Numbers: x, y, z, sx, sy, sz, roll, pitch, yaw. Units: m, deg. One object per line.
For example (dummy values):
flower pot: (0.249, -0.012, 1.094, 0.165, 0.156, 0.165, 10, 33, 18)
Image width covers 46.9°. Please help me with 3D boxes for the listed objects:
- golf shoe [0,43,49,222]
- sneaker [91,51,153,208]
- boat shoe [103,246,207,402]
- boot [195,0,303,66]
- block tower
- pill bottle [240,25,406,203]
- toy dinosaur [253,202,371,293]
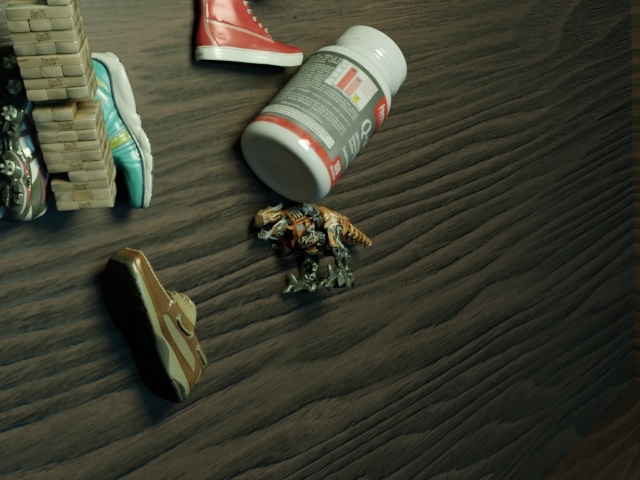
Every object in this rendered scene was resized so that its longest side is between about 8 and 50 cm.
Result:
golf shoe: (-0.477, -0.162, 1.142, 0.120, 0.105, 0.272, 21, 68, -79)
sneaker: (-0.360, -0.179, 1.261, 0.110, 0.107, 0.275, -23, 109, -20)
boat shoe: (-0.294, 0.147, 1.357, 0.120, 0.123, 0.324, -41, 132, -39)
boot: (-0.132, -0.430, 1.443, 0.244, 0.088, 0.176, -4, 98, -41)
block tower: (-0.386, -0.212, 1.116, 0.097, 0.091, 0.335, -5, 123, -7)
pill bottle: (0.018, -0.269, 1.528, 0.363, 0.210, 0.210, -53, 129, -25)
toy dinosaur: (0.000, 0.000, 1.609, 0.322, 0.164, 0.218, -1, 81, -24)
